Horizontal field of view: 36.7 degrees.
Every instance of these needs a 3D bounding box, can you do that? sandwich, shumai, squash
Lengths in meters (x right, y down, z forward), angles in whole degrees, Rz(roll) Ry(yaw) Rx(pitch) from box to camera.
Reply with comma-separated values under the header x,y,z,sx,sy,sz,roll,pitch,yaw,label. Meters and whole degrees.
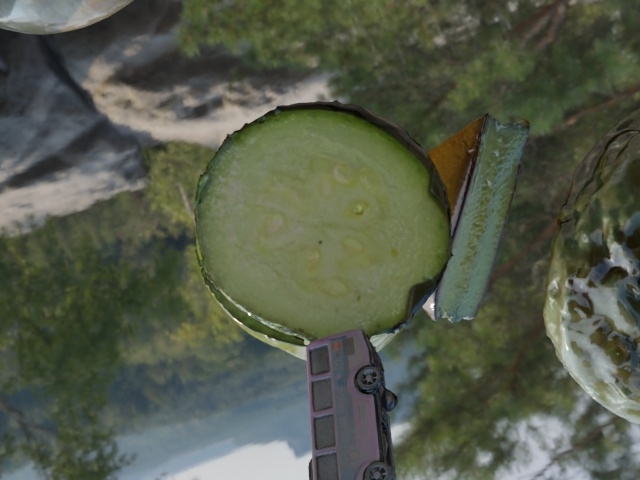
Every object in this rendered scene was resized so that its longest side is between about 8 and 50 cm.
x,y,z,sx,sy,sz,roll,pitch,yaw,label
0.158,-0.032,1.113,0.094,0.258,0.096,-5,-154,-40,sandwich
0.428,0.013,0.867,0.397,0.324,0.323,-27,-170,-19,shumai
-0.008,-0.002,0.813,0.220,0.220,0.133,-17,166,-21,squash

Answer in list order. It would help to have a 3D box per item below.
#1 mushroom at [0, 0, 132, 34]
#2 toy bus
x,y,z,sx,sy,sz,roll,pitch,yaw,label
-0.233,-0.297,0.772,0.244,0.243,0.243,-20,172,-3,mushroom
0.018,0.115,0.556,0.052,0.130,0.037,-14,143,13,toy bus
